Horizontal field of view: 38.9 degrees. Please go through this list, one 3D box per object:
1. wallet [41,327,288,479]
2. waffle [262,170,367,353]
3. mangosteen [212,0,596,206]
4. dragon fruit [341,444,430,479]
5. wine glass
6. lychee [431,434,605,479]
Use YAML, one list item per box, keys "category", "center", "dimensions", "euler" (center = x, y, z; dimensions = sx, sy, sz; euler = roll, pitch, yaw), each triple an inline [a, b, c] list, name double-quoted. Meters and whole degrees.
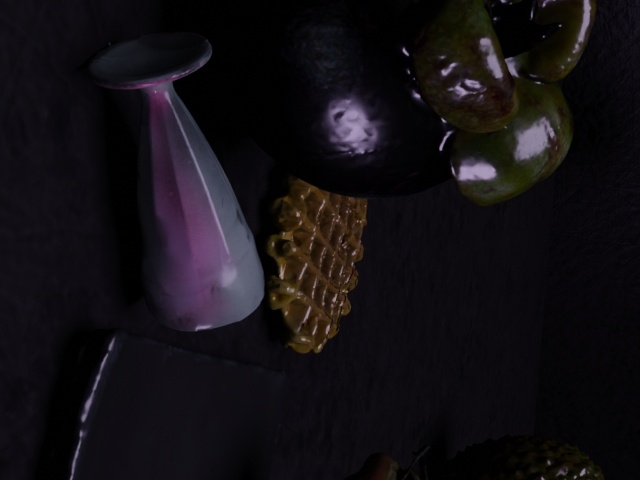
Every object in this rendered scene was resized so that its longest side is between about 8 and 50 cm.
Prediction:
- category: "wallet"
  center: [-0.089, 0.143, 0.587]
  dimensions: [0.285, 0.030, 0.146]
  euler: [35, 68, -66]
- category: "waffle"
  center: [-0.001, 0.005, 0.754]
  dimensions: [0.191, 0.038, 0.191]
  euler: [9, 90, -70]
- category: "mangosteen"
  center: [0.047, -0.127, 0.556]
  dimensions: [0.243, 0.243, 0.243]
  euler: [8, 90, -70]
- category: "dragon fruit"
  center: [0.004, 0.268, 0.601]
  dimensions: [0.234, 0.234, 0.293]
  euler: [21, 87, -69]
- category: "wine glass"
  center: [-0.078, -0.029, 0.494]
  dimensions: [0.073, 0.073, 0.155]
  euler: [-59, 147, -46]
- category: "lychee"
  center: [0.286, 0.428, 1.370]
  dimensions: [0.270, 0.320, 0.270]
  euler: [-9, 90, -82]
